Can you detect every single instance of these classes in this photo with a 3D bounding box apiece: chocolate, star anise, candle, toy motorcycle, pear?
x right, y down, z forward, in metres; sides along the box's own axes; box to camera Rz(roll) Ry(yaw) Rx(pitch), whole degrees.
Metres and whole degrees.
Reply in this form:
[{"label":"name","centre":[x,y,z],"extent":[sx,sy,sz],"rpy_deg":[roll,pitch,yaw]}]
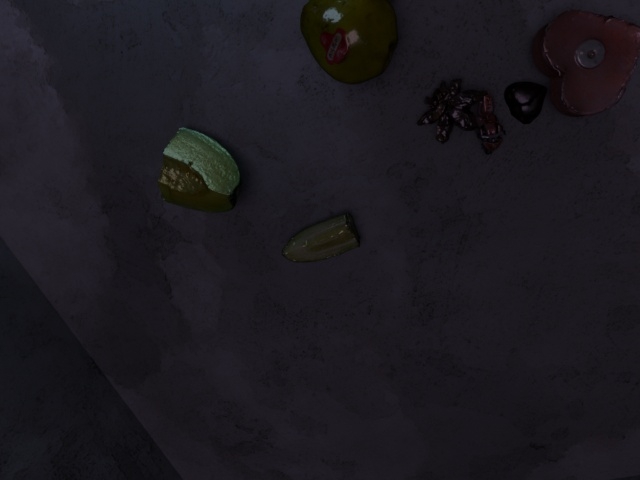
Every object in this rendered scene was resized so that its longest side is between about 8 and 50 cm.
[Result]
[{"label":"chocolate","centre":[0.684,-0.455,1.464],"extent":[0.125,0.080,0.148],"rpy_deg":[-24,103,23]},{"label":"star anise","centre":[0.431,-0.429,1.505],"extent":[0.214,0.099,0.219],"rpy_deg":[41,127,29]},{"label":"candle","centre":[0.815,-0.558,1.362],"extent":[0.287,0.131,0.316],"rpy_deg":[-31,100,11]},{"label":"toy motorcycle","centre":[0.566,-0.389,1.501],"extent":[0.084,0.118,0.212],"rpy_deg":[-10,109,9]},{"label":"pear","centre":[0.082,-0.671,1.434],"extent":[0.375,0.287,0.287],"rpy_deg":[39,118,21]}]

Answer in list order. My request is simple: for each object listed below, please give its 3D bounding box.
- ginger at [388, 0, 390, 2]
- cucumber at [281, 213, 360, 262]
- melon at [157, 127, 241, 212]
[{"label":"ginger","centre":[0.157,-0.827,1.431],"extent":[0.193,0.052,0.176],"rpy_deg":[38,150,-21]},{"label":"cucumber","centre":[0.001,0.000,1.828],"extent":[0.326,0.105,0.145],"rpy_deg":[-22,132,22]},{"label":"melon","centre":[-0.471,-0.242,1.780],"extent":[0.344,0.226,0.330],"rpy_deg":[25,102,2]}]
